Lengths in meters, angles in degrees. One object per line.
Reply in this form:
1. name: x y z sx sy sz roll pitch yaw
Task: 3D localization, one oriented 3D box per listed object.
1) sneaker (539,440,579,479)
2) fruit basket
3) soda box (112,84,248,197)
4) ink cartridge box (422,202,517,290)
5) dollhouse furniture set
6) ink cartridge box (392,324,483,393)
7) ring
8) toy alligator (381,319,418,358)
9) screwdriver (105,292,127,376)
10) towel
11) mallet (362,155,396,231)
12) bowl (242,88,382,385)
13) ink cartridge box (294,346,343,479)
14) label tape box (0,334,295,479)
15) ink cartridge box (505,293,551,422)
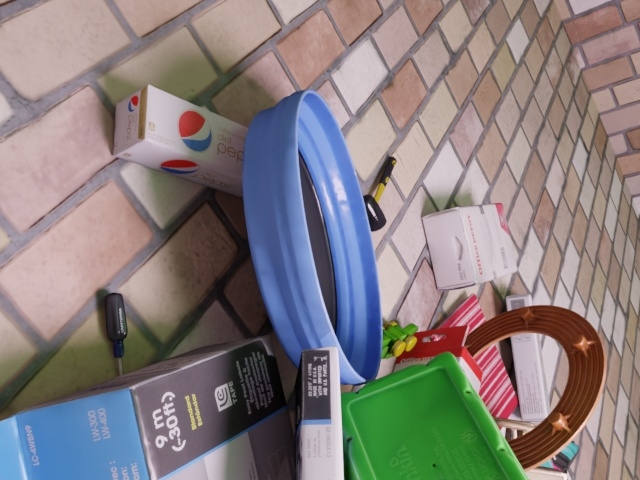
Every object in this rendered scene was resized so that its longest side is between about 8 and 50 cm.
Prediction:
1. sneaker: 0.505 0.520 1.395 0.178 0.123 0.296 -48 115 -36
2. fruit basket: 0.181 0.369 0.803 0.392 0.282 0.393 159 -90 -86
3. soda box: -0.153 -0.119 0.824 0.216 0.069 0.074 16 66 -47
4. ink cartridge box: 0.315 0.010 1.339 0.217 0.092 0.159 -7 84 -53
5. dollhouse furniture set: 0.307 0.425 1.129 0.242 0.160 0.212 84 15 -79
6. ink cartridge box: 0.184 0.257 1.064 0.078 0.134 0.231 51 45 -26
7. ring: 0.302 0.233 1.060 0.032 0.336 0.337 46 46 -23
8. toy alligator: 0.103 0.176 1.063 0.189 0.056 0.051 -9 126 -52
9. screwdriver: -0.219 0.142 0.701 0.025 0.024 0.170 30 53 -78
10. towel: 0.315 0.269 1.307 0.198 0.031 0.275 -32 101 -48
11. mallet: 0.105 -0.101 1.167 0.062 0.039 0.190 51 40 -32
12. bowl: 0.000 0.000 0.861 0.391 0.077 0.392 -12 90 -75
13. ink cartridge box: -0.005 0.245 0.694 0.208 0.045 0.207 96 -7 -62
14. label tape box: -0.152 0.254 0.631 0.347 0.115 0.249 -9 86 -64
15. ink cartridge box: 0.485 0.275 1.494 0.239 0.060 0.275 32 52 -67
